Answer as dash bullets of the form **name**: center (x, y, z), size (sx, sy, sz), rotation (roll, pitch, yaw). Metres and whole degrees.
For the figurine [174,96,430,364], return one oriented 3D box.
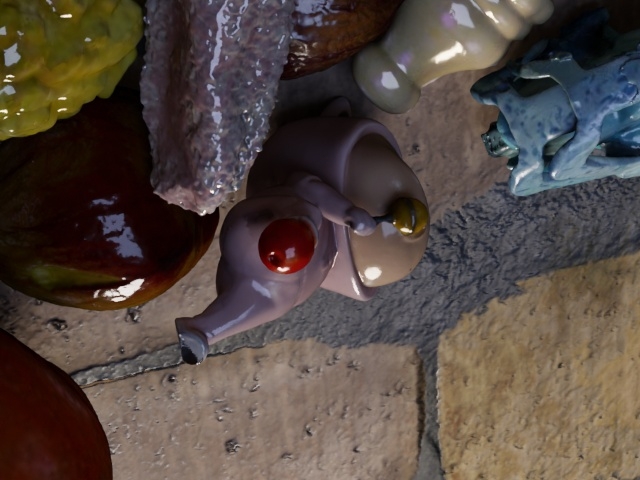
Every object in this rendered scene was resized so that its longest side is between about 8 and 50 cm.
- **figurine**: center (0.000, 0.000, 1.395), size (0.186, 0.287, 0.176), rotation (11, 114, 23)

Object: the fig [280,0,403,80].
- **fig**: center (0.026, -0.201, 1.353), size (0.201, 0.146, 0.134), rotation (-10, 112, -21)

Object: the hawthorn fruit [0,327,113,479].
- **hawthorn fruit**: center (-0.305, 0.193, 1.389), size (0.295, 0.295, 0.311), rotation (-14, 142, -11)

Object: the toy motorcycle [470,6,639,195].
- **toy motorcycle**: center (0.265, -0.134, 1.466), size (0.260, 0.206, 0.154), rotation (-22, 87, -5)

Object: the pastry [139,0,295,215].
- **pastry**: center (-0.078, -0.153, 1.244), size (0.112, 0.103, 0.265), rotation (-24, 128, -32)

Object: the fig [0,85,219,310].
- **fig**: center (-0.220, 0.006, 1.380), size (0.290, 0.191, 0.190), rotation (-39, 126, 8)

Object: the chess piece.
- **chess piece**: center (0.145, -0.227, 1.408), size (0.307, 0.124, 0.139), rotation (-41, 157, 13)

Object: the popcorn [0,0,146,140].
- **popcorn**: center (-0.227, -0.182, 1.236), size (0.226, 0.200, 0.203), rotation (11, 130, -24)
